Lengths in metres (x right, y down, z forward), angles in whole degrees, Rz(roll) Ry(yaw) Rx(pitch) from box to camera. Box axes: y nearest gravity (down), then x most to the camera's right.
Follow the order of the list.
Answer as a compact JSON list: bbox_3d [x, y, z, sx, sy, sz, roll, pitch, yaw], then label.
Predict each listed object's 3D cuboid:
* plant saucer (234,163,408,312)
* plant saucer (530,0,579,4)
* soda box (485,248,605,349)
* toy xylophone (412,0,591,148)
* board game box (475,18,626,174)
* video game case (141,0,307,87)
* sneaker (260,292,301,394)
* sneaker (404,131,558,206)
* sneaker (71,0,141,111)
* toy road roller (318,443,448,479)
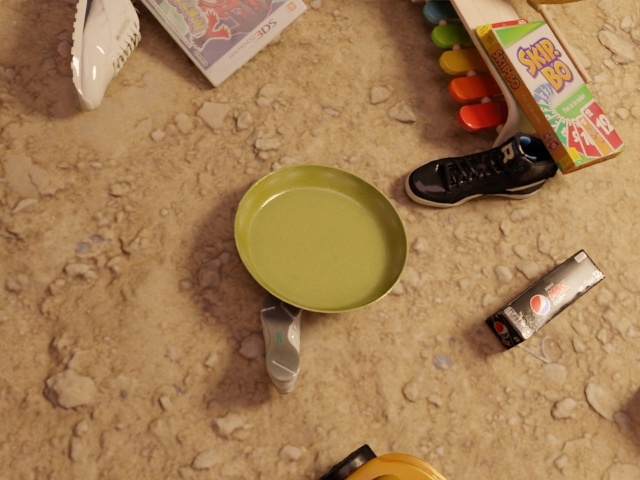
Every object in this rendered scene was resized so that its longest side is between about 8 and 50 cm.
[{"bbox_3d":[0.000,0.000,1.024,0.240,0.037,0.241,7,55,-10],"label":"plant saucer"},{"bbox_3d":[0.268,-0.520,1.211,0.332,0.081,0.333,21,46,-16],"label":"plant saucer"},{"bbox_3d":[0.316,0.082,1.051,0.168,0.060,0.053,-32,78,-21],"label":"soda box"},{"bbox_3d":[0.290,-0.293,1.183,0.236,0.081,0.323,-5,66,-27],"label":"toy xylophone"},{"bbox_3d":[0.335,-0.224,1.098,0.124,0.039,0.260,-18,71,-33],"label":"board game box"},{"bbox_3d":[-0.152,-0.362,1.106,0.183,0.023,0.201,-41,97,0],"label":"video game case"},{"bbox_3d":[-0.052,0.130,0.975,0.053,0.061,0.152,1,49,-1],"label":"sneaker"},{"bbox_3d":[0.237,-0.111,1.082,0.216,0.121,0.079,-6,68,-12],"label":"sneaker"},{"bbox_3d":[-0.309,-0.292,1.085,0.094,0.090,0.235,7,68,-17],"label":"sneaker"},{"bbox_3d":[0.015,0.363,0.786,0.329,0.241,0.202,-34,77,-20],"label":"toy road roller"}]
